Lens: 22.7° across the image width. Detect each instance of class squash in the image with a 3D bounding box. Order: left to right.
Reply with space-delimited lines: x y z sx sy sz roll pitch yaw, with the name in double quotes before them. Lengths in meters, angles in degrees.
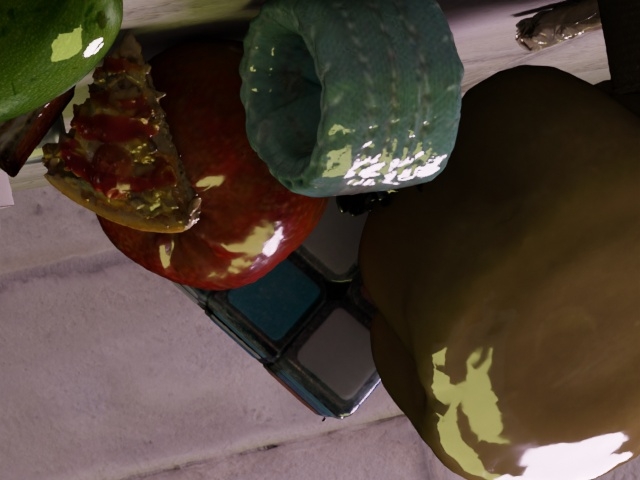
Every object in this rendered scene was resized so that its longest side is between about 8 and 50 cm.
"squash" -0.264 -0.131 1.160 0.395 0.107 0.107 -12 179 44

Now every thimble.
"thimble" 0.022 -0.138 1.484 0.143 0.198 0.235 -9 172 -23

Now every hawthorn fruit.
"hawthorn fruit" -0.109 -0.084 1.711 0.275 0.275 0.299 -10 -177 23

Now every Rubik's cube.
"Rubik's cube" 0.000 0.000 2.083 0.359 0.363 0.362 -50 -176 -5

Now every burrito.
"burrito" 0.325 -0.276 1.973 0.188 0.045 0.058 -13 -156 29

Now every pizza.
"pizza" -0.198 -0.104 1.548 0.188 0.199 0.062 16 -152 25

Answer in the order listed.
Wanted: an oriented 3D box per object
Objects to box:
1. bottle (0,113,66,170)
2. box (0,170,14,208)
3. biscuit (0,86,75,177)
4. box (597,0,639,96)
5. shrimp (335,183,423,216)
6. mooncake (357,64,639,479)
"bottle" -0.437 -0.119 1.931 0.253 0.080 0.096 -11 142 -2
"box" -0.605 -0.069 2.295 0.194 0.111 0.260 -13 180 35
"biscuit" -0.279 -0.125 1.453 0.106 0.070 0.252 -56 -173 -7
"box" 0.434 -0.246 1.713 0.184 0.143 0.273 -12 180 43
"shrimp" 0.046 -0.107 1.697 0.075 0.289 0.178 -5 135 -14
"mooncake" 0.261 0.041 1.797 0.467 0.467 0.262 -11 -145 -24
